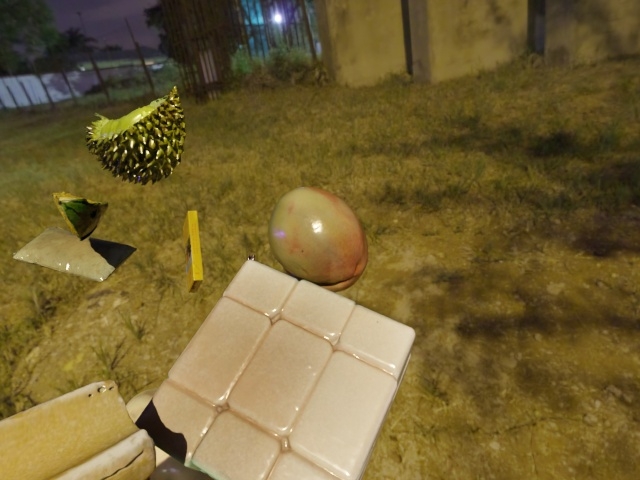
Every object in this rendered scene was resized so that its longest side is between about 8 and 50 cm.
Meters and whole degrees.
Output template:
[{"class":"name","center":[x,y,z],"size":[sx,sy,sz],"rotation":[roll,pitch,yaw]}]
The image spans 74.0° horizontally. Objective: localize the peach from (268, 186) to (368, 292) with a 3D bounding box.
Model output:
[{"class":"peach","center":[0.000,0.000,1.123],"size":[0.247,0.292,0.292],"rotation":[-47,35,-21]}]

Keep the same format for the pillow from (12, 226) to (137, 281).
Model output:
[{"class":"pillow","center":[-0.756,0.036,1.315],"size":[0.302,0.075,0.185],"rotation":[14,34,3]}]

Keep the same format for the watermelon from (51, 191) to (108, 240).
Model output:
[{"class":"watermelon","center":[-0.644,-0.077,1.117],"size":[0.301,0.129,0.123],"rotation":[10,67,56]}]

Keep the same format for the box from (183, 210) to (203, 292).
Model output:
[{"class":"box","center":[-0.271,0.025,0.900],"size":[0.023,0.155,0.087],"rotation":[0,-24,-29]}]

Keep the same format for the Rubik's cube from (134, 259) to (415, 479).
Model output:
[{"class":"Rubik's cube","center":[-0.049,0.280,0.733],"size":[0.315,0.322,0.319],"rotation":[21,60,19]}]

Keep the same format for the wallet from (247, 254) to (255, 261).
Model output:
[{"class":"wallet","center":[-0.257,0.138,1.571],"size":[0.030,0.166,0.111],"rotation":[5,-9,-2]}]

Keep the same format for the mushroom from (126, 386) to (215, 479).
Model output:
[{"class":"mushroom","center":[-0.439,0.615,1.234],"size":[0.352,0.354,0.325],"rotation":[-4,-4,14]}]

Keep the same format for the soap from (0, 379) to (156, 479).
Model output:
[{"class":"soap","center":[-0.356,0.341,0.449],"size":[0.334,0.294,0.156],"rotation":[-19,41,-40]}]

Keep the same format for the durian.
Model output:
[{"class":"durian","center":[-0.421,-0.230,0.982],"size":[0.351,0.158,0.169],"rotation":[-4,61,37]}]
